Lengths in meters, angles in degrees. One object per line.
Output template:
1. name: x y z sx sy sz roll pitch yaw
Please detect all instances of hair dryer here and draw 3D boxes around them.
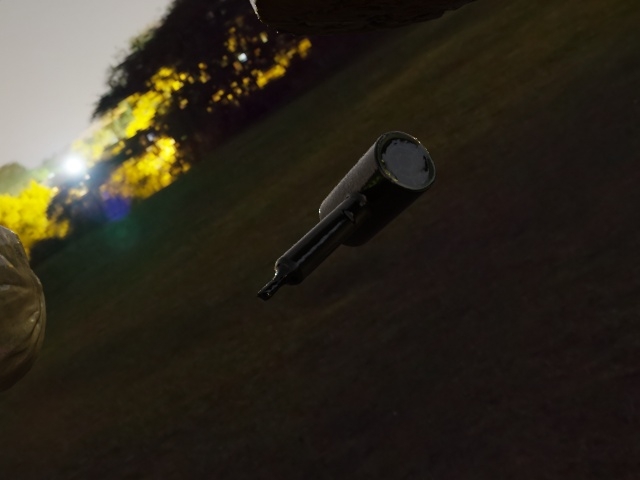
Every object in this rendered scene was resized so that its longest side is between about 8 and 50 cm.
1. hair dryer: 0.000 0.000 0.950 0.248 0.078 0.195 -40 -4 -38

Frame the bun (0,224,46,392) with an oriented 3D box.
1. bun: -0.398 0.063 1.008 0.133 0.231 0.231 -26 7 -21

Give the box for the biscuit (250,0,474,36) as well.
1. biscuit: 0.067 -0.251 0.818 0.296 0.075 0.296 -8 1 0
